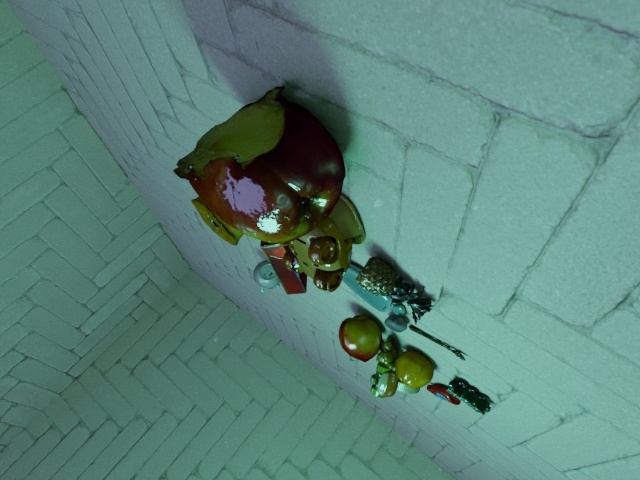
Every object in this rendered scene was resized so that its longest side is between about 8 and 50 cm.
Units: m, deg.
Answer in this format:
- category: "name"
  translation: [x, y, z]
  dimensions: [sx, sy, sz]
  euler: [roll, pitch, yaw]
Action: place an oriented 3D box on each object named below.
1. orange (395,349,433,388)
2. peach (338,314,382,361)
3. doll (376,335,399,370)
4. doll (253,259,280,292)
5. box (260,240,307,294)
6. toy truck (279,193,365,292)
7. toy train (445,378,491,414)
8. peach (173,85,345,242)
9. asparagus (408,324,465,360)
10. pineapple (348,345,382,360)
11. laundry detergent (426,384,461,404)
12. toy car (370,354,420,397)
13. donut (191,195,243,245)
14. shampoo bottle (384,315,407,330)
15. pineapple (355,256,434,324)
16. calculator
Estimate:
- category: "orange"
  translation: [0.376, 0.525, 1.799]
  dimensions: [0.159, 0.136, 0.159]
  euler: [38, 158, 18]
- category: "peach"
  translation: [0.170, 0.413, 1.873]
  dimensions: [0.197, 0.197, 0.197]
  euler: [36, 157, 17]
- category: "doll"
  translation: [0.280, 0.479, 1.879]
  dimensions: [0.097, 0.137, 0.209]
  euler: [-11, 151, 12]
- category: "doll"
  translation: [-0.272, 0.190, 2.295]
  dimensions: [0.151, 0.151, 0.287]
  euler: [40, 165, 6]
- category: "box"
  translation: [-0.123, 0.035, 1.646]
  dimensions: [0.089, 0.197, 0.313]
  euler: [-7, 141, 13]
- category: "toy truck"
  translation: [0.000, 0.000, 1.359]
  dimensions: [0.204, 0.211, 0.287]
  euler: [28, 151, 34]
- category: "toy train"
  translation: [0.569, 0.600, 1.708]
  dimensions: [0.171, 0.071, 0.111]
  euler: [33, 166, 20]
- category: "peach"
  translation: [-0.155, -0.183, 1.108]
  dimensions: [0.417, 0.339, 0.353]
  euler: [40, 158, 20]
- category: "asparagus"
  translation: [0.414, 0.362, 1.582]
  dimensions: [0.233, 0.022, 0.023]
  euler: [27, 110, 38]
- category: "pineapple"
  translation: [0.194, 0.464, 2.037]
  dimensions: [0.176, 0.162, 0.136]
  euler: [89, 167, -66]
- category: "laundry detergent"
  translation: [0.526, 0.659, 1.919]
  dimensions: [0.097, 0.049, 0.165]
  euler: [45, 161, -16]
- category: "toy car"
  translation: [0.347, 0.629, 2.022]
  dimensions: [0.236, 0.145, 0.235]
  euler: [13, -172, -2]
- category: "donut"
  translation: [-0.469, -0.112, 2.091]
  dimensions: [0.303, 0.110, 0.302]
  euler: [37, 160, 16]
- category: "shampoo bottle"
  translation: [0.282, 0.308, 1.646]
  dimensions: [0.080, 0.040, 0.165]
  euler: [28, 165, 10]
- category: "pineapple"
  translation: [0.238, 0.153, 1.389]
  dimensions: [0.251, 0.125, 0.125]
  euler: [35, 158, 4]
- category: "calculator"
  translation: [0.181, 0.182, 1.613]
  dimensions: [0.299, 0.041, 0.185]
  euler: [38, 158, 10]
